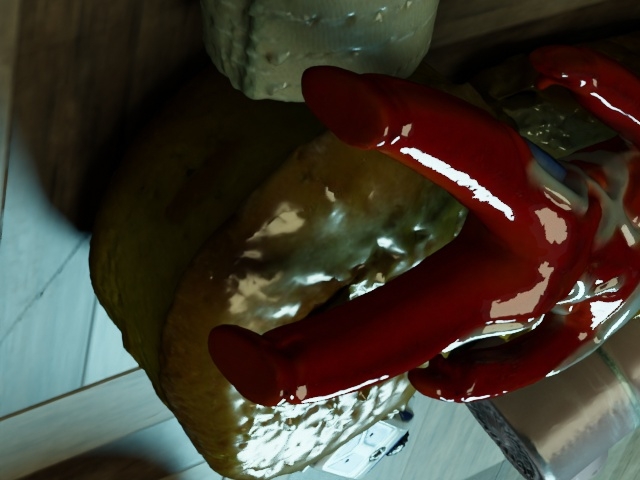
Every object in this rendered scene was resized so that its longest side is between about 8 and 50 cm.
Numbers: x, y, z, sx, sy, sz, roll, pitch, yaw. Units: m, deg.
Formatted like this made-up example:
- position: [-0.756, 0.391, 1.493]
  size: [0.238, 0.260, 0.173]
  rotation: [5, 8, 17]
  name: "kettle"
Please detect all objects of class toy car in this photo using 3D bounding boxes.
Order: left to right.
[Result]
- position: [0.010, 0.119, 1.096]
  size: [0.080, 0.070, 0.170]
  rotation: [-47, 148, 9]
  name: "toy car"

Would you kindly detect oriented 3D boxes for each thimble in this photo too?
- position: [0.002, -0.126, 0.746]
  size: [0.115, 0.102, 0.090]
  rotation: [-31, 148, -30]
  name: "thimble"

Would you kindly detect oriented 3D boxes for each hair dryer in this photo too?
- position: [0.228, 0.121, 1.323]
  size: [0.210, 0.125, 0.352]
  rotation: [-38, 159, -8]
  name: "hair dryer"

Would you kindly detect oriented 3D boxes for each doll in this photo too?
- position: [0.118, -0.004, 0.800]
  size: [0.384, 0.099, 0.188]
  rotation: [3, 117, -46]
  name: "doll"

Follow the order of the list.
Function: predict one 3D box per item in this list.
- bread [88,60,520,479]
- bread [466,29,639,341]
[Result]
- position: [0.000, 0.000, 0.867]
  size: [0.268, 0.146, 0.268]
  rotation: [-32, 148, -23]
  name: "bread"
- position: [0.229, -0.041, 1.058]
  size: [0.344, 0.149, 0.195]
  rotation: [-18, 141, -33]
  name: "bread"
